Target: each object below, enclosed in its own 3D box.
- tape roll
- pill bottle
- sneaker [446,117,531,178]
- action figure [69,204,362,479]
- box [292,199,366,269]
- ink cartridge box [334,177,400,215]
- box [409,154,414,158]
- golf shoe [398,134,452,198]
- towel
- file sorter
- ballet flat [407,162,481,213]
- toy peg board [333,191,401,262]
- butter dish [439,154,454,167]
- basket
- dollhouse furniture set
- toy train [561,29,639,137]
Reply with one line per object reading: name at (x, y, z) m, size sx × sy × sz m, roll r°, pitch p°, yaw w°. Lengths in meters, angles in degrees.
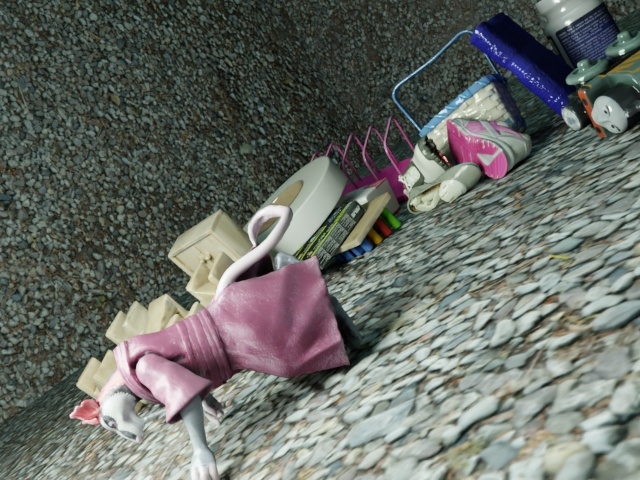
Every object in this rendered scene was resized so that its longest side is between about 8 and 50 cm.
tape roll at (-0.093, -0.056, 1.758) m, size 0.392 × 0.072 × 0.392 m, roll -42°, pitch 16°, yaw 15°
pill bottle at (0.656, -0.509, 1.695) m, size 0.153 × 0.265 × 0.153 m, roll -32°, pitch 7°, yaw 5°
sneaker at (0.369, -0.214, 1.500) m, size 0.111 × 0.103 × 0.252 m, roll -21°, pitch 33°, yaw -15°
action figure at (-0.143, 0.133, 0.875) m, size 0.370 × 0.276 × 0.248 m, roll -21°, pitch 8°, yaw -21°
box at (0.000, 0.000, 1.599) m, size 0.191 × 0.045 × 0.184 m, roll -53°, pitch 18°, yaw -27°
ink cartridge box at (0.070, -0.061, 1.810) m, size 0.237 × 0.100 × 0.172 m, roll -21°, pitch 11°, yaw 30°
box at (0.370, -0.277, 2.234) m, size 0.270 × 0.060 × 0.216 m, roll -35°, pitch 8°, yaw -22°
golf shoe at (0.245, -0.155, 1.596) m, size 0.120 × 0.105 × 0.273 m, roll -33°, pitch -17°, yaw 6°
towel at (0.489, -0.399, 1.582) m, size 0.076 × 0.308 × 0.227 m, roll -53°, pitch -7°, yaw 37°
file sorter at (0.122, -0.204, 1.978) m, size 0.290 × 0.182 × 0.202 m, roll -21°, pitch 30°, yaw 29°
ballet flat at (0.272, -0.105, 1.508) m, size 0.213 × 0.072 × 0.068 m, roll -25°, pitch 38°, yaw 54°
toy peg board at (0.101, -0.011, 1.587) m, size 0.161 × 0.079 × 0.161 m, roll -26°, pitch 25°, yaw 55°
butter dish at (0.343, -0.245, 1.880) m, size 0.160 × 0.118 × 0.160 m, roll -37°, pitch 8°, yaw -28°
basket at (0.343, -0.330, 1.679) m, size 0.255 × 0.289 × 0.201 m, roll -36°, pitch -5°, yaw 29°
dollhouse furniture set at (-0.228, 0.174, 1.404) m, size 0.362 × 0.256 × 0.394 m, roll -29°, pitch 29°, yaw 36°
toy train at (0.570, -0.291, 1.137) m, size 0.334 × 0.142 × 0.190 m, roll -33°, pitch 16°, yaw -4°
